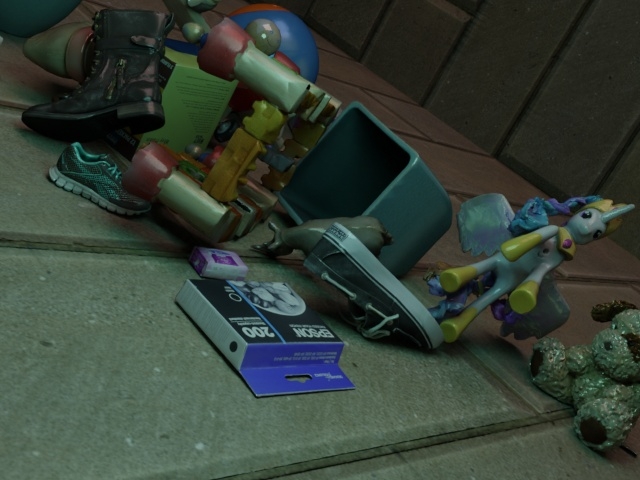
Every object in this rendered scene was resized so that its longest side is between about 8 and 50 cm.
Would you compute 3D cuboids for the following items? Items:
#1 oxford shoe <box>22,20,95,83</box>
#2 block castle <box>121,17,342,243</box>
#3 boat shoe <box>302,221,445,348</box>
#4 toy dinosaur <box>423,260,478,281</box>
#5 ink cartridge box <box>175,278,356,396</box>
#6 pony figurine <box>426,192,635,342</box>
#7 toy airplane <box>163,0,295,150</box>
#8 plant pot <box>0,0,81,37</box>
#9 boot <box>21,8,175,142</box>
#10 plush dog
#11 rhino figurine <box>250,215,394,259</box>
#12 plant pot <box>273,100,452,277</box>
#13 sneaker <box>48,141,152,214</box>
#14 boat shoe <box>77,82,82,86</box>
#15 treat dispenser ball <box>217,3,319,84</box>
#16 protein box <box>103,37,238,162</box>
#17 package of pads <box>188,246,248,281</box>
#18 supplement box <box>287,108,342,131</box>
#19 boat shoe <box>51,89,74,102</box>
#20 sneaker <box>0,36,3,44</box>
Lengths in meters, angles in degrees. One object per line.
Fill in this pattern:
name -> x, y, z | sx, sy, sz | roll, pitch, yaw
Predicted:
oxford shoe -> -0.442, -0.386, 1.746 | 0.147, 0.140, 0.397 | 13, 11, 10
block castle -> -0.147, -0.184, 1.450 | 0.213, 0.303, 0.453 | 34, 9, 4
boat shoe -> 0.087, 0.102, 1.418 | 0.306, 0.105, 0.113 | 45, -6, -37
toy dinosaur -> 0.290, 0.071, 1.866 | 0.093, 0.053, 0.183 | 38, 21, 28
ink cartridge box -> -0.066, 0.131, 1.223 | 0.206, 0.045, 0.208 | 6, 31, -49
pony figurine -> 0.352, 0.049, 1.561 | 0.364, 0.351, 0.302 | -27, 86, -39
toy airplane -> -0.210, -0.396, 1.952 | 0.384, 0.272, 0.386 | 49, -6, 11
plant pot -> -0.660, -0.562, 1.909 | 0.290, 0.195, 0.290 | 26, 19, -10
boot -> -0.379, -0.293, 1.507 | 0.263, 0.228, 0.091 | -4, -19, -3
plush dog -> 0.534, 0.229, 1.543 | 0.211, 0.225, 0.262 | 19, 21, -28
rhino figurine -> 0.000, 0.000, 1.483 | 0.244, 0.073, 0.106 | -2, -20, 9
plant pot -> 0.110, -0.068, 1.701 | 0.252, 0.248, 0.247 | 36, 10, -43
sneaker -> -0.337, -0.097, 1.369 | 0.167, 0.076, 0.065 | 24, 21, -15
boat shoe -> -0.439, -0.318, 1.836 | 0.137, 0.043, 0.049 | 19, 19, -30
treat dispenser ball -> -0.147, -0.454, 2.222 | 0.288, 0.288, 0.288 | 26, 19, -10
protein box -> -0.297, -0.267, 1.664 | 0.136, 0.201, 0.200 | 38, 21, 23
package of pads -> -0.157, 0.037, 1.350 | 0.083, 0.032, 0.050 | 11, 25, -43
supplement box -> -0.001, -0.303, 2.312 | 0.111, 0.113, 0.220 | 21, 22, -21
boat shoe -> -0.446, -0.270, 1.670 | 0.060, 0.064, 0.178 | 33, 22, 6
sneaker -> -0.699, -0.434, 1.763 | 0.152, 0.053, 0.061 | 45, 15, 24
